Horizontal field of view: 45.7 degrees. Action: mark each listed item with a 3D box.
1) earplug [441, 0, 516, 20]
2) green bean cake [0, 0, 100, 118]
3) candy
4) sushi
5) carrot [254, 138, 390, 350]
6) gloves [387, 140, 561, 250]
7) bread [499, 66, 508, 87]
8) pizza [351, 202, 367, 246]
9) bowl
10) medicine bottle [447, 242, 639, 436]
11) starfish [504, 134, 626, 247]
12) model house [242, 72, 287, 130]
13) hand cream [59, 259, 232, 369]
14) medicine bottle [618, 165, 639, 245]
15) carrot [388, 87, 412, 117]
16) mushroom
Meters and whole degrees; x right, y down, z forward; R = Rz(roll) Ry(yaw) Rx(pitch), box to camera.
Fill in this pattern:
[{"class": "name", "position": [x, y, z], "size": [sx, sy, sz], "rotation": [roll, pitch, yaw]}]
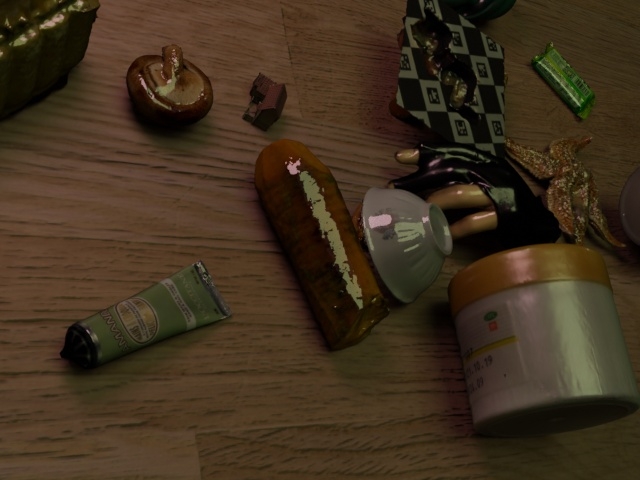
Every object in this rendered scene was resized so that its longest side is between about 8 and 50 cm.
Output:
[{"class": "earplug", "position": [0.286, -0.558, 1.587], "size": [0.280, 0.163, 0.257], "rotation": [10, 21, -41]}, {"class": "green bean cake", "position": [-0.448, -0.300, 0.901], "size": [0.285, 0.202, 0.310], "rotation": [41, 49, -4]}, {"class": "candy", "position": [0.543, -0.353, 1.688], "size": [0.178, 0.032, 0.102], "rotation": [48, 52, -3]}, {"class": "sushi", "position": [0.230, -0.287, 1.385], "size": [0.292, 0.059, 0.293], "rotation": [25, 60, -34]}, {"class": "carrot", "position": [0.000, 0.000, 1.080], "size": [0.114, 0.114, 0.301], "rotation": [-15, 74, -38]}, {"class": "gloves", "position": [0.257, -0.077, 1.282], "size": [0.301, 0.152, 0.197], "rotation": [15, 28, -9]}, {"class": "bread", "position": [0.335, -0.334, 1.517], "size": [0.060, 0.066, 0.110], "rotation": [5, 58, -45]}, {"class": "pizza", "position": [0.088, -0.033, 1.207], "size": [0.100, 0.029, 0.099], "rotation": [14, 56, -27]}, {"class": "bowl", "position": [0.143, -0.006, 1.140], "size": [0.189, 0.086, 0.189], "rotation": [39, 41, -44]}, {"class": "medicine bottle", "position": [0.321, 0.153, 1.116], "size": [0.238, 0.238, 0.231], "rotation": [10, 61, -28]}, {"class": "starfish", "position": [0.469, -0.092, 1.456], "size": [0.302, 0.084, 0.293], "rotation": [4, 61, -36]}, {"class": "model house", "position": [-0.083, -0.224, 1.187], "size": [0.057, 0.058, 0.083], "rotation": [30, 52, -16]}, {"class": "hand cream", "position": [-0.210, 0.092, 0.930], "size": [0.235, 0.055, 0.086], "rotation": [-23, 81, -47]}, {"class": "medicine bottle", "position": [0.799, -0.045, 1.537], "size": [0.385, 0.224, 0.224], "rotation": [9, 59, -32]}, {"class": "carrot", "position": [0.167, -0.280, 1.392], "size": [0.048, 0.048, 0.139], "rotation": [37, 48, -10]}, {"class": "mushroom", "position": [-0.213, -0.215, 1.078], "size": [0.127, 0.087, 0.127], "rotation": [15, 54, -22]}]
